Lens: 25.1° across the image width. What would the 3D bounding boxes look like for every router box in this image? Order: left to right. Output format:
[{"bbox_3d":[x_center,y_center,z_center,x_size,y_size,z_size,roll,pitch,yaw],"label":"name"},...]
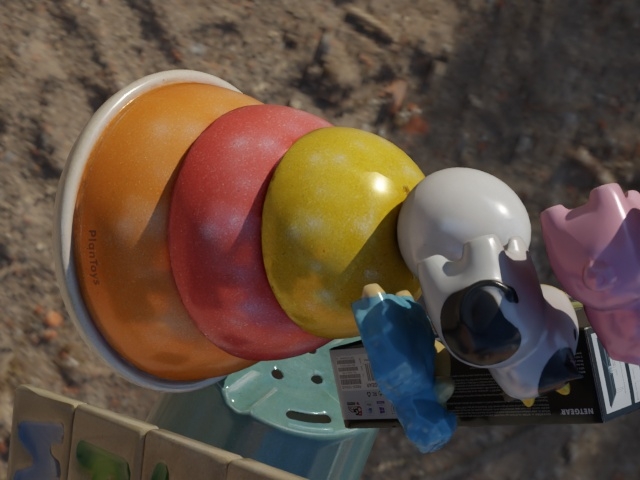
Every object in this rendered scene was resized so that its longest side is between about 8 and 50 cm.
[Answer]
[{"bbox_3d":[0.200,0.100,1.288,0.243,0.309,0.081,-13,92,-40],"label":"router box"}]

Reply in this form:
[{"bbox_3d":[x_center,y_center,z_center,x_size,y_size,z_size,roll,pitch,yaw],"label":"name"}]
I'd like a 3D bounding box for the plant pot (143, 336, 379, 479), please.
[{"bbox_3d":[-0.080,0.259,1.839,0.341,0.341,0.334,-7,137,-36],"label":"plant pot"}]

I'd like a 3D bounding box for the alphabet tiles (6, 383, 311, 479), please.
[{"bbox_3d":[-0.043,0.166,0.350,0.009,0.198,0.237,6,90,-36],"label":"alphabet tiles"}]

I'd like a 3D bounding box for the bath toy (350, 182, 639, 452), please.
[{"bbox_3d":[0.197,0.039,1.004,0.151,0.348,0.129,7,61,-58],"label":"bath toy"}]

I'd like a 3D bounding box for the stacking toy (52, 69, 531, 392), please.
[{"bbox_3d":[0.000,0.000,1.436,0.351,0.480,0.350,-5,96,-49],"label":"stacking toy"}]
